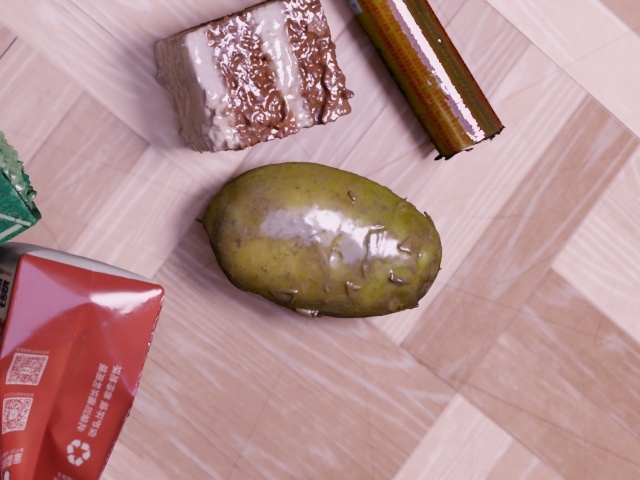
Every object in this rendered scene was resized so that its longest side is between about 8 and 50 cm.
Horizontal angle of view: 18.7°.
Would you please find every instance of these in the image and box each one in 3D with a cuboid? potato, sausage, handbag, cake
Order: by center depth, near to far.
[{"bbox_3d":[-0.263,0.158,1.814,0.151,0.171,0.298,16,88,-19],"label":"handbag"},{"bbox_3d":[-0.068,-0.159,1.869,0.147,0.134,0.135,-19,98,-22],"label":"cake"},{"bbox_3d":[0.000,0.000,1.917,0.251,0.113,0.149,10,99,-9],"label":"potato"},{"bbox_3d":[0.057,-0.249,1.932,0.082,0.082,0.371,-34,102,-12],"label":"sausage"}]

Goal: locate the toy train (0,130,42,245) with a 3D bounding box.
[{"bbox_3d":[-0.371,-0.080,1.756,0.154,0.115,0.269,-30,124,2],"label":"toy train"}]
